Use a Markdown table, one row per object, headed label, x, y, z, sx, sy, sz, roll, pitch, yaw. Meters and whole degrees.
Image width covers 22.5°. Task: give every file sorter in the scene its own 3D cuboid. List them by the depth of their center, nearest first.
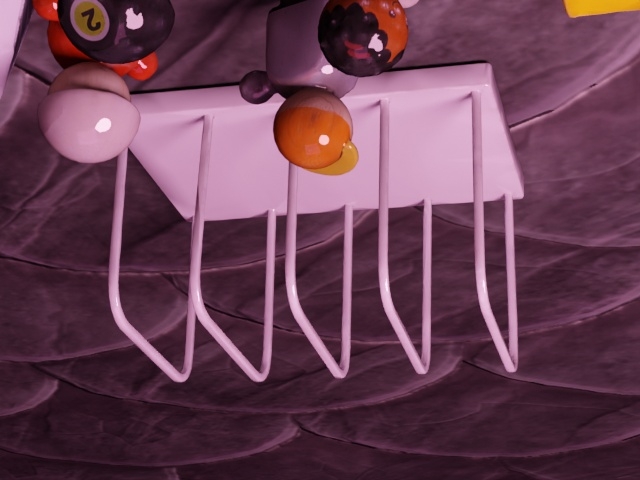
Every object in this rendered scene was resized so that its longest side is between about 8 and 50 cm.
| label | x | y | z | sx | sy | sz | roll | pitch | yaw |
| --- | --- | --- | --- | --- | --- | --- | --- | --- | --- |
| file sorter | 0.000 | 0.000 | 1.178 | 0.278 | 0.173 | 0.193 | -3 | 156 | 13 |

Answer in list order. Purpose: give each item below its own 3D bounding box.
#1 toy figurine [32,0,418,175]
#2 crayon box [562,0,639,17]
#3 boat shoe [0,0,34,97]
| label | x | y | z | sx | sy | sz | roll | pitch | yaw |
| --- | --- | --- | --- | --- | --- | --- | --- | --- | --- |
| toy figurine | -0.054 | -0.128 | 0.905 | 0.209 | 0.148 | 0.213 | 8 | 156 | -14 |
| crayon box | 0.270 | -0.229 | 0.692 | 0.363 | 0.106 | 0.313 | -4 | 157 | 13 |
| boat shoe | -0.199 | -0.169 | 0.931 | 0.076 | 0.083 | 0.226 | 18 | 143 | -7 |
